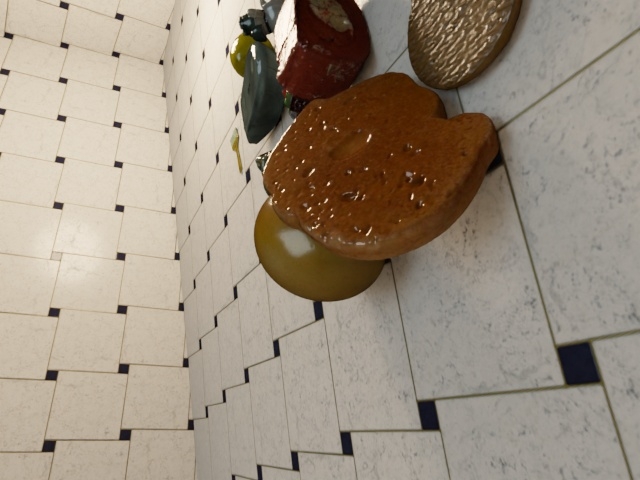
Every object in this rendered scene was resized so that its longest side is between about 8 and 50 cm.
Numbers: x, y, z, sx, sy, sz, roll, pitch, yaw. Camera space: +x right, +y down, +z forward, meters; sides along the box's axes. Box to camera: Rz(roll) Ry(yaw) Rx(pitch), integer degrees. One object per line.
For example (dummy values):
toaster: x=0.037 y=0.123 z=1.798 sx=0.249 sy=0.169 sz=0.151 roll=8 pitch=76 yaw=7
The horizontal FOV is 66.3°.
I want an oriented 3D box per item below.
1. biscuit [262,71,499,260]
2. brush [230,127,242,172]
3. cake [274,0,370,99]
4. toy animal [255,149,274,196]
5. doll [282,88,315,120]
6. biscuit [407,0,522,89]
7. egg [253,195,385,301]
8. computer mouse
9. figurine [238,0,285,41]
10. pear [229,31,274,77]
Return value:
biscuit: x=0.071 y=-0.138 z=0.855 sx=0.078 sy=0.350 sz=0.455 roll=55 pitch=179 yaw=-43
brush: x=-0.332 y=-0.350 z=1.954 sx=0.083 sy=0.011 sz=0.205 roll=-54 pitch=44 yaw=48
cake: x=0.000 y=-0.453 z=1.117 sx=0.151 sy=0.177 sz=0.282 roll=130 pitch=140 yaw=-52
toy animal: x=-0.133 y=-0.211 z=1.442 sx=0.127 sy=0.125 sz=0.251 roll=-49 pitch=32 yaw=11
doll: x=-0.025 y=-0.347 z=1.227 sx=0.186 sy=0.135 sz=0.106 roll=-120 pitch=38 yaw=-57
biscuit: x=0.231 y=-0.378 z=0.802 sx=0.262 sy=0.037 sz=0.261 roll=-7 pitch=82 yaw=63
egg: x=0.000 y=0.000 z=1.013 sx=0.322 sy=0.250 sz=0.250 roll=27 pitch=113 yaw=51
computer mouse: x=-0.179 y=-0.452 z=1.532 sx=0.371 sy=0.122 sz=0.188 roll=127 pitch=136 yaw=-60
figurine: x=-0.137 y=-0.639 z=1.411 sx=0.147 sy=0.193 sz=0.126 roll=63 pitch=-155 yaw=-60
pear: x=-0.223 y=-0.607 z=1.604 sx=0.148 sy=0.149 sz=0.162 roll=120 pitch=154 yaw=-44
